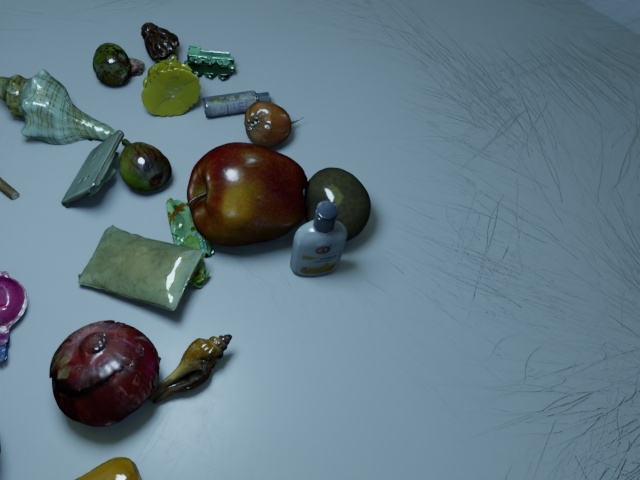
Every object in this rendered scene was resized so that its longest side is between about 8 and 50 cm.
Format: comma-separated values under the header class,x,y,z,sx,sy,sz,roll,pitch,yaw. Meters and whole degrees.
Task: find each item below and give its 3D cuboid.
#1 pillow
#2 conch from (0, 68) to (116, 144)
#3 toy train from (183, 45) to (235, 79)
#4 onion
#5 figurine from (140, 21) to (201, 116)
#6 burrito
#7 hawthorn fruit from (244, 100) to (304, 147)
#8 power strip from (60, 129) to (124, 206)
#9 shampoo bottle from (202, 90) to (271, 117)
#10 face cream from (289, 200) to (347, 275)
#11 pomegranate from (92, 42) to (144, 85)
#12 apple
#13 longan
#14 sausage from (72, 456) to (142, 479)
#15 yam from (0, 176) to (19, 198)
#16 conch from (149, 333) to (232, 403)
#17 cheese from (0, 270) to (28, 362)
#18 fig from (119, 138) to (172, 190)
class,x,y,z,sx,sy,sz,roll,pitch,yaw
pillow,-0.471,0.065,1.490,0.302,0.075,0.185,13,63,14
conch,-0.808,-0.388,1.686,0.385,0.169,0.203,25,85,9
toy train,-0.369,-0.599,1.926,0.170,0.071,0.111,4,52,-6
onion,-0.493,0.293,1.307,0.246,0.190,0.246,-2,44,2
figurine,-0.495,-0.569,1.854,0.167,0.187,0.315,10,45,-33
burrito,-0.353,-0.003,1.584,0.104,0.054,0.288,-12,60,-17
hawthorn fruit,-0.152,-0.350,1.785,0.189,0.149,0.149,21,48,-44
power strip,-0.621,-0.190,1.609,0.064,0.198,0.213,38,54,-32
shampoo bottle,-0.268,-0.443,1.847,0.213,0.072,0.072,-12,62,-15
face cream,0.000,0.000,1.490,0.143,0.291,0.071,-6,59,-13
pomegranate,-0.655,-0.555,1.844,0.126,0.163,0.138,-50,54,10
apple,-0.201,-0.127,1.545,0.316,0.288,0.288,2,58,-25
longan,0.044,-0.100,1.619,0.197,0.198,0.213,-21,82,-19
sausage,-0.537,0.581,1.174,0.353,0.116,0.134,-25,80,-18
yam,-0.906,-0.165,1.612,0.145,0.032,0.032,36,61,12
conch,-0.307,0.311,1.394,0.086,0.080,0.233,32,83,25
cheese,-0.798,0.186,1.401,0.155,0.062,0.244,-8,62,-11
fig,-0.531,-0.245,1.662,0.149,0.149,0.245,-28,56,-22
